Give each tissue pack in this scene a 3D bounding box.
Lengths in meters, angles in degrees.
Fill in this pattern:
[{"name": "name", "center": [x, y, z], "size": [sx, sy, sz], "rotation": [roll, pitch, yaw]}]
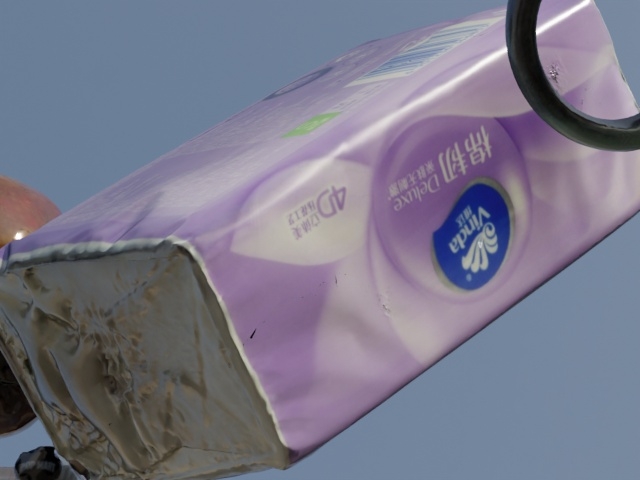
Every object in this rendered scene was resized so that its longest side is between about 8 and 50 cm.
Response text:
[{"name": "tissue pack", "center": [0.000, 0.000, 1.002], "size": [0.338, 0.242, 0.160], "rotation": [-34, -76, -34]}]

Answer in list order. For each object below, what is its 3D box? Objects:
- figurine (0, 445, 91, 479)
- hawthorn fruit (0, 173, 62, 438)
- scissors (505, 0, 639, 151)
[{"name": "figurine", "center": [-0.169, 0.207, 1.109], "size": [0.112, 0.137, 0.229], "rotation": [-7, -32, -3]}, {"name": "hawthorn fruit", "center": [-0.278, 0.033, 1.279], "size": [0.208, 0.248, 0.208], "rotation": [-13, -58, -20]}, {"name": "scissors", "center": [0.039, -0.213, 0.774], "size": [0.384, 0.029, 0.256], "rotation": [20, -83, -11]}]
